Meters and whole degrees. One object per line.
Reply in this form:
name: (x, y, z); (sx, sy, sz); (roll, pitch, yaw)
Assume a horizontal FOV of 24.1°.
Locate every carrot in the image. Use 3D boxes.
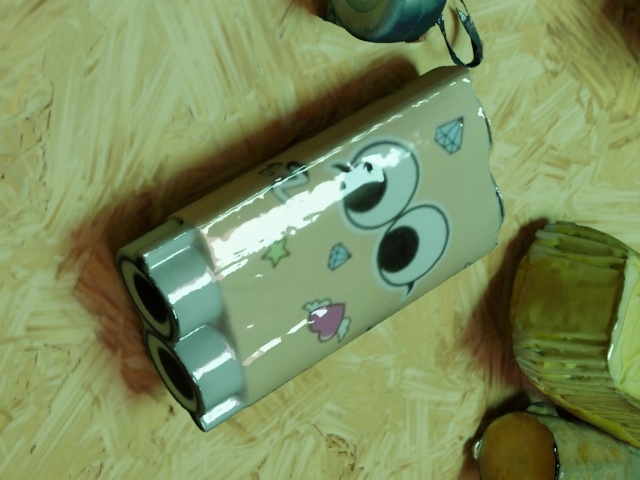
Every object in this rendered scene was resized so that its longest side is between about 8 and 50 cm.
carrot: (0.259, 0.217, 1.427); (0.263, 0.102, 0.102); (13, 105, -44)

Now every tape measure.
tape measure: (0.087, -0.181, 1.077); (0.180, 0.107, 0.104); (10, 103, -40)

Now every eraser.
eraser: (0.000, 0.000, 1.118); (0.290, 0.087, 0.171); (-31, 127, -22)

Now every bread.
bread: (0.286, 0.098, 1.347); (0.288, 0.119, 0.152); (29, 71, -44)
